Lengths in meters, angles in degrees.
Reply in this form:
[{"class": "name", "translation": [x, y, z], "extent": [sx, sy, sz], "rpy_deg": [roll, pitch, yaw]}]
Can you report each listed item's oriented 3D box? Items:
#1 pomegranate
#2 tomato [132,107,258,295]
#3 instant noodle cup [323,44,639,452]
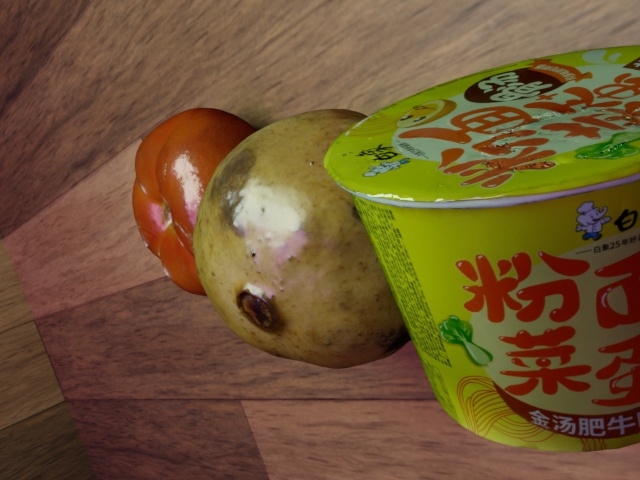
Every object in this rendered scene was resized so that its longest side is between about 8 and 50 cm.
[{"class": "pomegranate", "translation": [0.000, 0.000, 0.764], "extent": [0.281, 0.281, 0.281], "rpy_deg": [25, 125, 41]}, {"class": "tomato", "translation": [-0.147, -0.052, 0.973], "extent": [0.259, 0.180, 0.260], "rpy_deg": [25, 124, 44]}, {"class": "instant noodle cup", "translation": [0.179, -0.001, 0.549], "extent": [0.311, 0.311, 0.222], "rpy_deg": [11, 126, 47]}]
